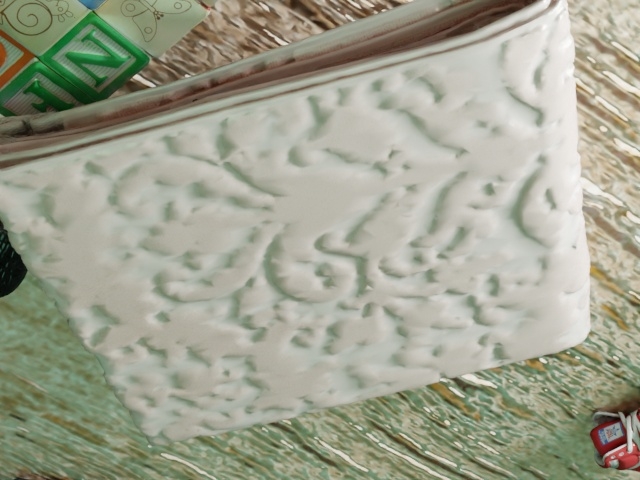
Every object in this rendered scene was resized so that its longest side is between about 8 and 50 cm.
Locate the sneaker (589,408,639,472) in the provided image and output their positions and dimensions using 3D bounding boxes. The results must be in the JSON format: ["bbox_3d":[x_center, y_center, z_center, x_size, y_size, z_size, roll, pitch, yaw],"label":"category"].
[{"bbox_3d":[0.234,0.127,1.090,0.067,0.042,0.118,7,134,-12],"label":"sneaker"}]

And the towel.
[{"bbox_3d":[0.000,0.000,0.907,0.317,0.053,0.332,-14,145,3],"label":"towel"}]

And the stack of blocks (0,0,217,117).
[{"bbox_3d":[-0.190,-0.133,0.809,0.297,0.087,0.171,-36,124,27],"label":"stack of blocks"}]

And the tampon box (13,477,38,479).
[{"bbox_3d":[-0.198,0.278,1.162,0.101,0.120,0.161,9,131,-12],"label":"tampon box"}]

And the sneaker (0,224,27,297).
[{"bbox_3d":[-0.262,-0.009,0.943,0.170,0.089,0.051,13,106,-57],"label":"sneaker"}]
